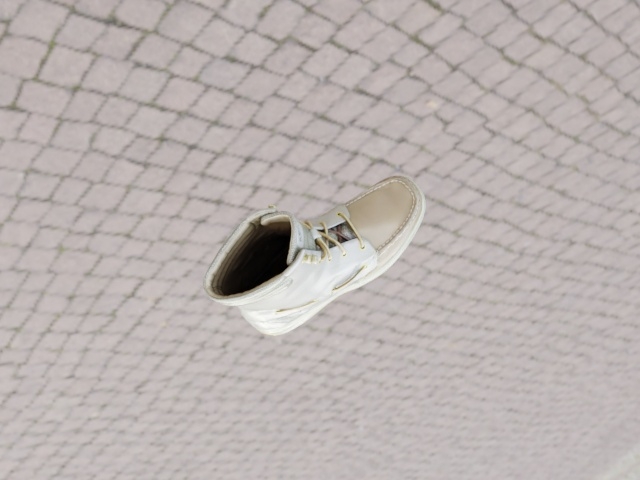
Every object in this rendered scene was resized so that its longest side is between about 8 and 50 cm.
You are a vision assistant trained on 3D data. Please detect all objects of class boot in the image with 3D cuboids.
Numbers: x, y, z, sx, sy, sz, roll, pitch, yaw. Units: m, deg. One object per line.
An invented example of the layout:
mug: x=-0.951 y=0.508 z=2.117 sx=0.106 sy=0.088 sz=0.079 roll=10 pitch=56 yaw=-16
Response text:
boot: x=0.000 y=0.000 z=0.932 sx=0.213 sy=0.077 sz=0.165 roll=-38 pitch=160 yaw=1
